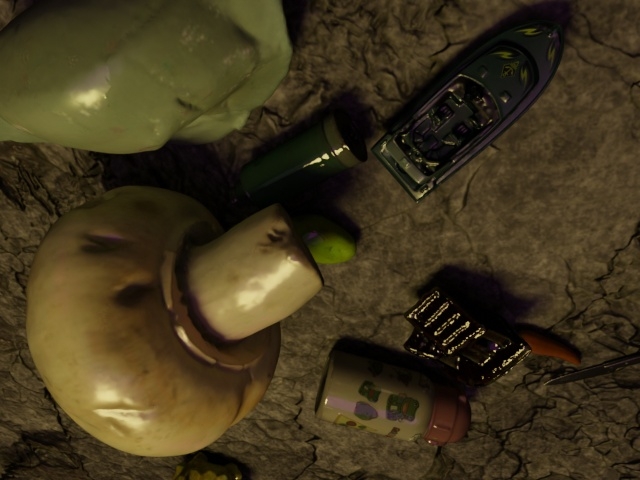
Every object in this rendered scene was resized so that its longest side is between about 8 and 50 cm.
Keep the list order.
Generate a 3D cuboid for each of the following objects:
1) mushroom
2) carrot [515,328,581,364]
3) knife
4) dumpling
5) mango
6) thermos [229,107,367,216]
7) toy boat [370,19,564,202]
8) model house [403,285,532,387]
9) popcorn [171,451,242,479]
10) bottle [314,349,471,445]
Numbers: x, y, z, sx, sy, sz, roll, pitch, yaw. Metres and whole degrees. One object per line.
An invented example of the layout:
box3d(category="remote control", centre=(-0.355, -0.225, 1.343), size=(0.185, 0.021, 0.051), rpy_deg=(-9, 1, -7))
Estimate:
box3d(category="mushroom", centre=(-0.179, 0.083, 0.719), size=(0.353, 0.353, 0.325), rpy_deg=(16, 170, -2))
box3d(category="carrot", centre=(0.353, 0.167, 0.841), size=(0.142, 0.035, 0.035), rpy_deg=(20, 127, -11))
box3d(category="knife", centre=(0.445, 0.211, 0.871), size=(0.170, 0.010, 0.023), rpy_deg=(-25, 112, 27))
box3d(category="dumpling", centre=(-0.199, -0.198, 0.578), size=(0.321, 0.270, 0.211), rpy_deg=(12, 107, 31))
box3d(category="mango", centre=(0.000, 0.000, 0.763), size=(0.108, 0.056, 0.073), rpy_deg=(19, 132, -8))
box3d(category="thermos", centre=(-0.035, -0.091, 0.696), size=(0.188, 0.073, 0.083), rpy_deg=(-24, 139, 26))
box3d(category="toy boat", centre=(0.164, -0.146, 0.604), size=(0.246, 0.103, 0.093), rpy_deg=(-42, 86, 27))
box3d(category="model house", centre=(0.193, 0.144, 0.804), size=(0.152, 0.106, 0.165), rpy_deg=(30, 121, -14))
box3d(category="popcorn", centre=(-0.249, 0.548, 1.163), size=(0.174, 0.142, 0.173), rpy_deg=(8, 106, 28))
box3d(category="bottle", centre=(0.124, 0.271, 0.902), size=(0.253, 0.120, 0.120), rpy_deg=(16, 127, -1))
